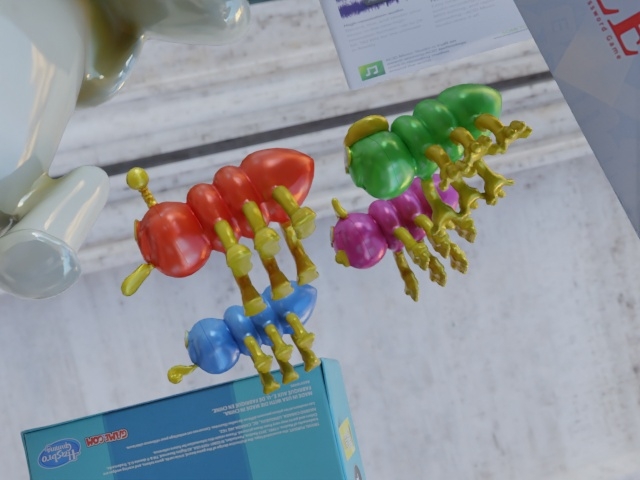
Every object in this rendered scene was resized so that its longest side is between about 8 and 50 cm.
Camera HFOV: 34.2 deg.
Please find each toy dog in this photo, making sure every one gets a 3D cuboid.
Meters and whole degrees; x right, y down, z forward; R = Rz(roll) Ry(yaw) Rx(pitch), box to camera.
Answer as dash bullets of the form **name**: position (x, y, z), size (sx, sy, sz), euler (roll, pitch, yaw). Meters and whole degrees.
- **toy dog**: position (-0.311, -0.086, 0.683), size (0.395, 0.408, 0.284), euler (18, -18, 29)

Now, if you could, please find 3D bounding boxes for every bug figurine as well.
- **bug figurine**: position (0.000, 0.000, 0.571), size (0.072, 0.216, 0.279), euler (60, -11, 18)

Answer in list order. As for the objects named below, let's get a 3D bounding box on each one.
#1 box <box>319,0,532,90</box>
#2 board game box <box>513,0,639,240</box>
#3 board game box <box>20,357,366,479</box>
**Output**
- **box**: position (0.095, -0.249, 0.749), size (0.322, 0.232, 0.058), euler (64, 12, -61)
- **board game box**: position (0.152, -0.172, 0.402), size (0.066, 0.318, 0.318), euler (-27, -87, 45)
- **board game box**: position (-0.074, 0.284, 0.807), size (0.079, 0.253, 0.336), euler (33, 44, -76)
